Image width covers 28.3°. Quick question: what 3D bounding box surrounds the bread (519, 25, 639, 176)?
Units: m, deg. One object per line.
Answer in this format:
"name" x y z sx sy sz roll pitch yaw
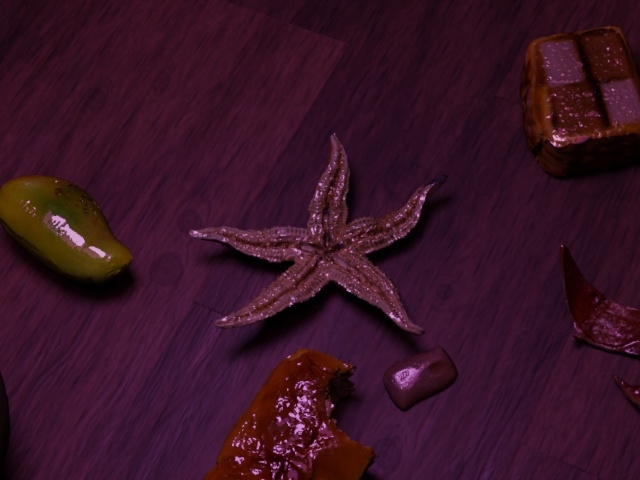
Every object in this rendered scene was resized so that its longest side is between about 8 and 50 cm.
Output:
"bread" 0.386 -0.209 1.870 0.181 0.096 0.222 -5 60 0

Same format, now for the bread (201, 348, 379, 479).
"bread" -0.054 0.312 1.601 0.185 0.109 0.380 23 62 23

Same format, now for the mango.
"mango" -0.363 -0.016 1.824 0.233 0.111 0.125 29 72 18

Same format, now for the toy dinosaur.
"toy dinosaur" 0.456 0.119 1.668 0.207 0.113 0.327 -27 60 -9

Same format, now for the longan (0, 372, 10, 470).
"longan" -0.564 0.243 1.573 0.361 0.361 0.361 -2 61 4

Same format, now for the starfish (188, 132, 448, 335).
"starfish" -0.002 0.001 1.795 0.358 0.078 0.347 11 63 11

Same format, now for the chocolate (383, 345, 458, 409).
"chocolate" 0.136 0.181 1.709 0.101 0.031 0.064 -23 66 -9
